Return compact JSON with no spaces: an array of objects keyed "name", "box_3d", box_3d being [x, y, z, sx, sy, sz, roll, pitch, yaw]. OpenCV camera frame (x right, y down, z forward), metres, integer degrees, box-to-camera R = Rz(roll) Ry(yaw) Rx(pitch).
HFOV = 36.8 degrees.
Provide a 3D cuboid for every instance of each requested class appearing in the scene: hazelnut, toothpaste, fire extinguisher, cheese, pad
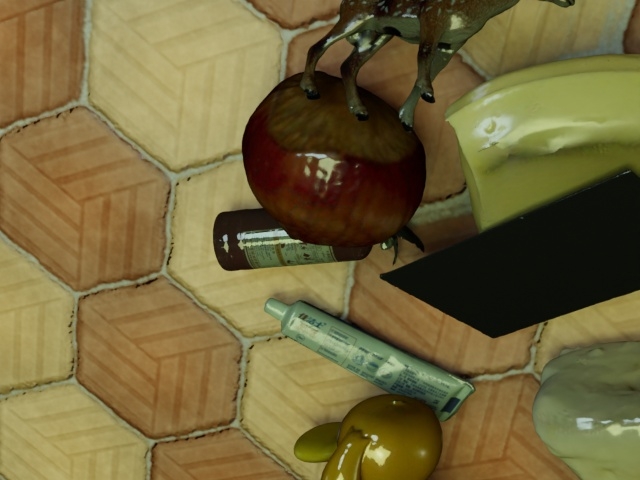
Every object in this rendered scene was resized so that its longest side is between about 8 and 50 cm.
[{"name":"hazelnut","box_3d":[0.006,-0.088,0.997,0.170,0.201,0.160,-38,130,1]},{"name":"toothpaste","box_3d":[0.053,0.137,1.152,0.268,0.047,0.069,28,97,-3]},{"name":"fire extinguisher","box_3d":[0.000,0.000,1.098,0.231,0.071,0.099,-4,140,13]},{"name":"cheese","box_3d":[0.394,0.221,1.038,0.248,0.173,0.251,-20,106,29]},{"name":"cheese","box_3d":[0.289,-0.076,0.919,0.316,0.128,0.259,-11,151,9]},{"name":"pad","box_3d":[0.235,0.026,0.980,0.202,0.005,0.300,28,142,-35]}]

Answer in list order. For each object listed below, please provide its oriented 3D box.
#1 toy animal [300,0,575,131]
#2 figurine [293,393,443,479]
[{"name":"toy animal","box_3d":[0.117,-0.226,0.903,0.243,0.260,0.087,16,158,26]},{"name":"figurine","box_3d":[0.068,0.298,1.136,0.215,0.215,0.228,-15,89,19]}]
